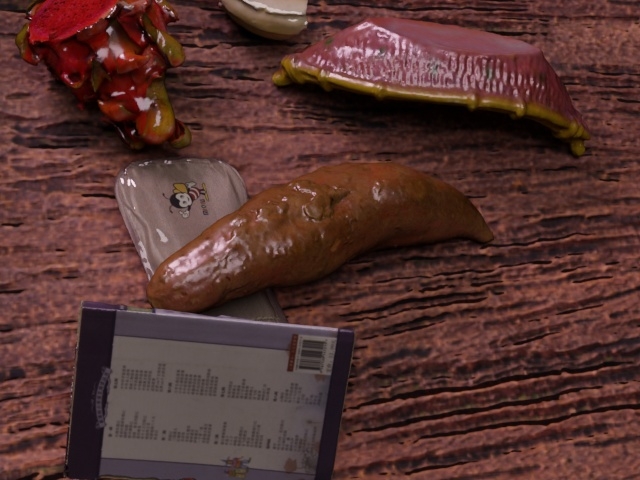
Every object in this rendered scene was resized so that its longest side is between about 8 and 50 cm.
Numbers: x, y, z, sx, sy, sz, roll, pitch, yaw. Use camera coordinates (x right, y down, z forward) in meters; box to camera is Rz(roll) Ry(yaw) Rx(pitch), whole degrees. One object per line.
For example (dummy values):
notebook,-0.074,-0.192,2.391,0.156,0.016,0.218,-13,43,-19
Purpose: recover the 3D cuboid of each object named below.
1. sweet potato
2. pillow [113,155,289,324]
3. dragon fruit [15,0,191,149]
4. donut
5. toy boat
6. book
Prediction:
sweet potato,-0.001,-0.015,1.234,0.355,0.095,0.106,-13,82,-29
pillow,-0.104,0.026,1.241,0.131,0.038,0.232,-8,69,-23
dragon fruit,-0.187,-0.168,1.260,0.133,0.150,0.207,-37,84,10
donut,-0.064,-0.274,1.349,0.108,0.065,0.166,6,69,-7
toy boat,0.117,-0.157,1.322,0.318,0.099,0.141,12,27,-5
book,-0.095,0.136,1.160,0.231,0.026,0.157,6,106,-9
